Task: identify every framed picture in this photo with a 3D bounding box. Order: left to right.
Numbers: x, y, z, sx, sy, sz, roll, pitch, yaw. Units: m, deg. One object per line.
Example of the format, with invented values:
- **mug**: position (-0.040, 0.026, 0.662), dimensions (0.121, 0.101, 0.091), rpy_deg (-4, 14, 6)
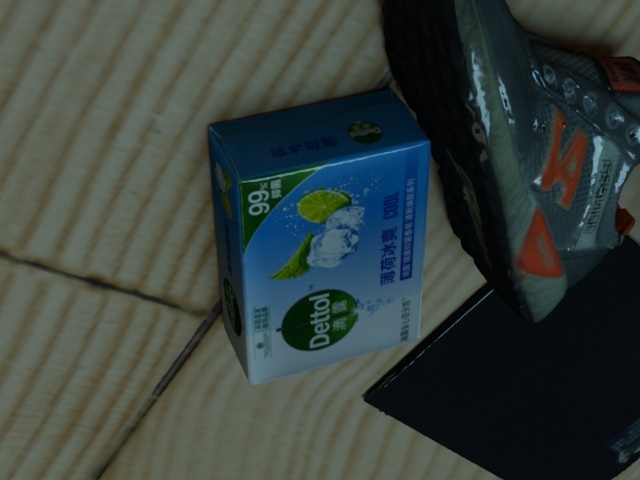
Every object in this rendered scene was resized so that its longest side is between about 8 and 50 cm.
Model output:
- **framed picture**: position (0.231, 0.122, 1.234), dimensions (0.255, 0.014, 0.339), rpy_deg (-44, 132, 15)

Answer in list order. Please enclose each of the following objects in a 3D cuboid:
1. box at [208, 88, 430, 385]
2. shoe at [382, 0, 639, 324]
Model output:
- **box**: position (0.000, -0.001, 0.979), dimensions (0.139, 0.073, 0.194), rpy_deg (-14, 132, -15)
- **shoe**: position (0.164, -0.089, 0.951), dimensions (0.171, 0.132, 0.336), rpy_deg (-30, 136, -5)
